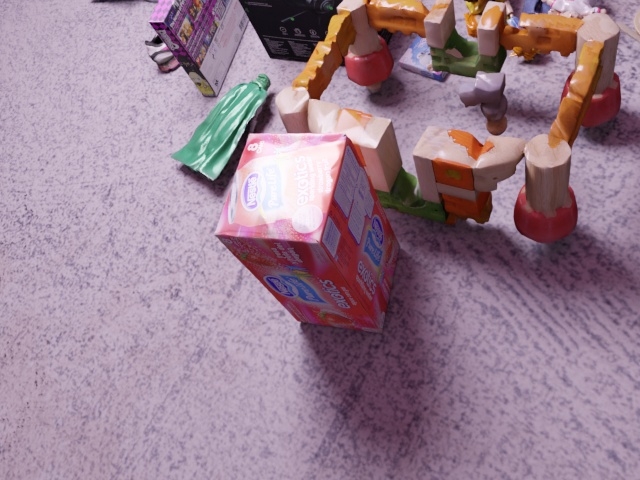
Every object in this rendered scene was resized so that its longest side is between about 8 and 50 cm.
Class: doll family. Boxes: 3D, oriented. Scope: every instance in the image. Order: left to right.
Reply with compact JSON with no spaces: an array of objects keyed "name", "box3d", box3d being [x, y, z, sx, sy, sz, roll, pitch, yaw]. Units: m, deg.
[{"name":"doll family","box3d":[0.339,-0.391,1.086,0.262,0.118,0.163,21,64,10]}]

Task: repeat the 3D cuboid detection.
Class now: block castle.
[{"name":"block castle","box3d":[0.187,-0.185,0.961,0.452,0.213,0.303,17,66,26]}]

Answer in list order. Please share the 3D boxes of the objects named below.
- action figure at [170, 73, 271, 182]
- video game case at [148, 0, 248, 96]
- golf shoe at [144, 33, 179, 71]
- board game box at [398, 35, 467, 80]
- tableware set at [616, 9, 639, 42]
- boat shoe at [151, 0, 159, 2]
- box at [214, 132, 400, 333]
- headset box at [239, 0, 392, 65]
[{"name":"action figure","box3d":[-0.166,-0.220,1.197,0.137,0.063,0.232,30,80,33]},{"name":"video game case","box3d":[-0.226,-0.440,1.253,0.041,0.210,0.232,7,66,24]},{"name":"golf shoe","box3d":[-0.297,-0.453,1.362,0.067,0.086,0.186,25,72,31]},{"name":"board game box","box3d":[0.202,-0.337,1.145,0.090,0.020,0.090,28,76,32]},{"name":"tableware set","box3d":[0.561,-0.291,0.974,0.128,0.039,0.194,-31,61,-11]},{"name":"boat shoe","box3d":[-0.287,-0.604,1.418,0.335,0.121,0.119,17,74,30]},{"name":"box","box3d":[0.000,0.000,0.871,0.142,0.300,0.154,5,65,23]},{"name":"headset box","box3d":[-0.020,-0.459,1.141,0.246,0.283,0.131,14,69,28]}]
